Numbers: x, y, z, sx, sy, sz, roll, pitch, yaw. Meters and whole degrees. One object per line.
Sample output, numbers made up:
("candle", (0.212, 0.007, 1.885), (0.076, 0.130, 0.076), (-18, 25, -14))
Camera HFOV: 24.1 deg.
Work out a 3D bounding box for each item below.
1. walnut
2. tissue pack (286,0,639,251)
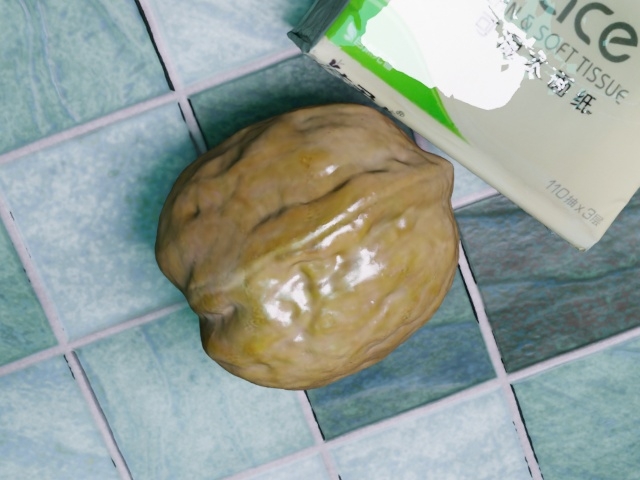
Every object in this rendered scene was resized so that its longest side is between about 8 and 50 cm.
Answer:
("walnut", (-0.001, -0.001, 1.697), (0.344, 0.306, 0.306), (-32, 109, 6))
("tissue pack", (0.224, -0.234, 1.682), (0.405, 0.205, 0.332), (34, 99, -16))
